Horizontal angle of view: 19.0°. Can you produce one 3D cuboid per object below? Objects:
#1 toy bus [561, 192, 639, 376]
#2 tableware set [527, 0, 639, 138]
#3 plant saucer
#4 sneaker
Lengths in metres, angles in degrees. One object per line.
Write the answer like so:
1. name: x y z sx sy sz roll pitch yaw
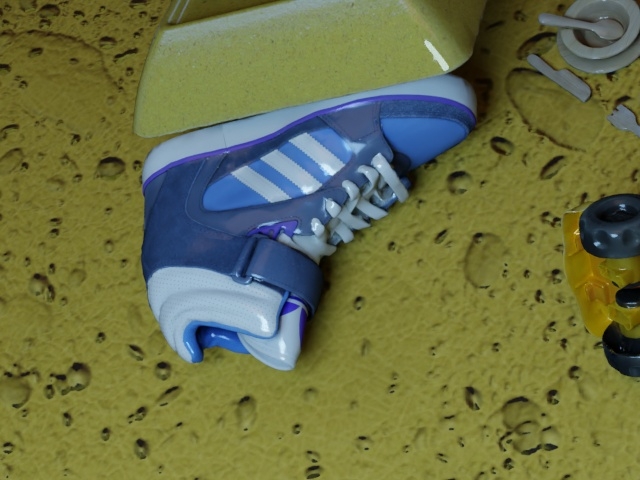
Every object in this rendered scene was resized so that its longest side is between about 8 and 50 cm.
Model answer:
1. toy bus: 0.331 0.017 1.517 0.211 0.149 0.220 -32 33 -23
2. tableware set: 0.288 -0.167 1.706 0.128 0.039 0.194 -43 54 -8
3. plant saucer: -0.003 -0.249 1.758 0.333 0.081 0.332 -10 37 25
4. sneaker: 0.000 0.000 1.676 0.323 0.130 0.236 -14 64 9
